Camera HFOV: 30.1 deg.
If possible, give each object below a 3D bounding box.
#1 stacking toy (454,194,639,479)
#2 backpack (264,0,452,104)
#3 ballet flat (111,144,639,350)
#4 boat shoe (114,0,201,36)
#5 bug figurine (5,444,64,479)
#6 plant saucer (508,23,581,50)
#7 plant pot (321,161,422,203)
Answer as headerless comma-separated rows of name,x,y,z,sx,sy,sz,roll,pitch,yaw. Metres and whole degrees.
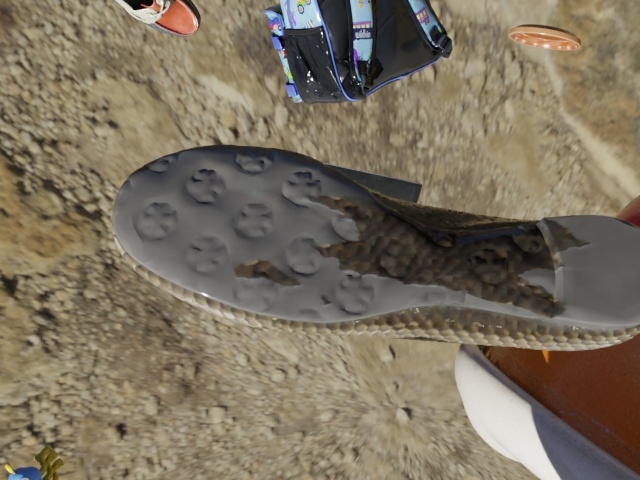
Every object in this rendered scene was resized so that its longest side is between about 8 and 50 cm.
stacking toy,0.352,0.006,0.840,0.351,0.350,0.479,33,95,7
backpack,0.024,-0.229,1.131,0.158,0.117,0.173,-31,110,-35
ballet flat,0.032,0.011,0.530,0.250,0.058,0.084,6,66,-12
boat shoe,-0.176,-0.245,1.198,0.137,0.043,0.049,33,102,-30
bug figurine,-0.375,0.366,1.337,0.279,0.216,0.072,-40,50,-9
plant saucer,0.261,-0.237,1.385,0.084,0.083,0.013,11,91,5
plant pot,0.000,0.000,1.499,0.188,0.188,0.166,11,85,-13
